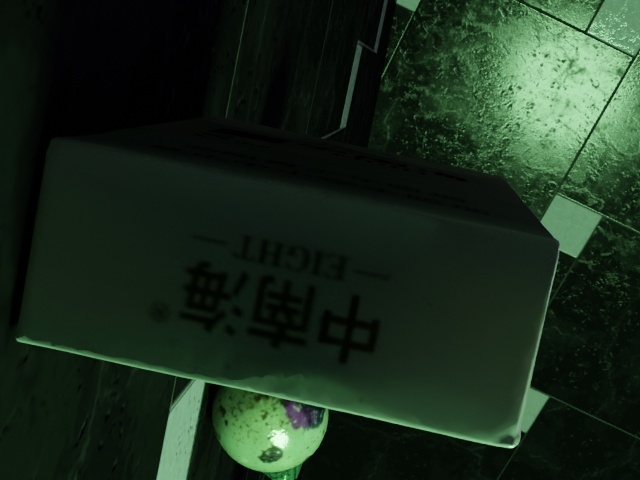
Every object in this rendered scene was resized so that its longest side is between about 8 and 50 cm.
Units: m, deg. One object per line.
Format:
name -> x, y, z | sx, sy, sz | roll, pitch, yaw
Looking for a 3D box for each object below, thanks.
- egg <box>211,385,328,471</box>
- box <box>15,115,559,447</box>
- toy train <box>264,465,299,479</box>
egg -> -0.037, 0.124, 0.837 | 0.110, 0.085, 0.085 | 79, 23, -64
box -> 0.000, 0.000, 0.443 | 0.243, 0.155, 0.067 | -48, 151, -80
toy train -> -0.039, 0.228, 1.349 | 0.172, 0.070, 0.099 | 97, 13, -67
